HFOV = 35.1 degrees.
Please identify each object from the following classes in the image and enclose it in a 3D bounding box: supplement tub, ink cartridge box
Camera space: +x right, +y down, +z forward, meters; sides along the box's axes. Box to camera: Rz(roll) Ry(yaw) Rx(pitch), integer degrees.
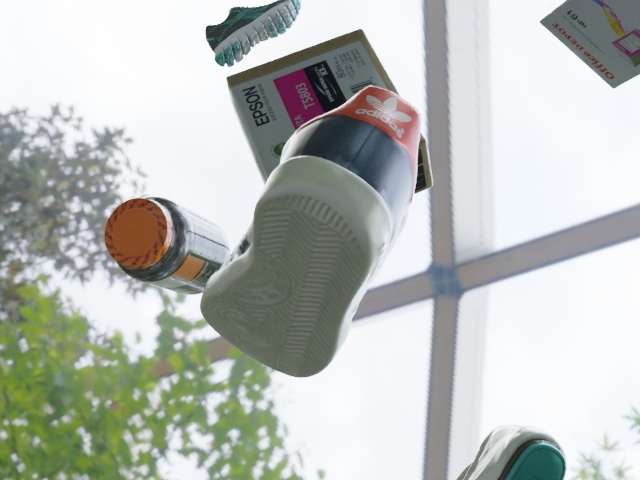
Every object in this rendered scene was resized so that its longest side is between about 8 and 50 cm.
[{"bbox_3d":[-0.208,0.006,1.381,0.117,0.190,0.117,-4,-103,17],"label":"supplement tub"},{"bbox_3d":[0.007,-0.137,1.249,0.088,0.193,0.235,75,-7,-50],"label":"ink cartridge box"},{"bbox_3d":[0.244,-0.180,0.787,0.088,0.052,0.122,40,-21,-9],"label":"ink cartridge box"}]

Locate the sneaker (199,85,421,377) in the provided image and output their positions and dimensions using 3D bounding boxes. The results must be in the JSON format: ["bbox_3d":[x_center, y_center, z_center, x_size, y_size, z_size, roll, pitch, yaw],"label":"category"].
[{"bbox_3d":[0.000,0.000,0.844,0.131,0.148,0.350,33,-30,-3],"label":"sneaker"}]

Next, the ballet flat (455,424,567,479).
[{"bbox_3d":[0.183,0.417,1.335,0.139,0.139,0.400,30,-95,32],"label":"ballet flat"}]

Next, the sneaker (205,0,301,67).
[{"bbox_3d":[-0.108,-0.343,1.571,0.076,0.166,0.065,53,-11,22],"label":"sneaker"}]
